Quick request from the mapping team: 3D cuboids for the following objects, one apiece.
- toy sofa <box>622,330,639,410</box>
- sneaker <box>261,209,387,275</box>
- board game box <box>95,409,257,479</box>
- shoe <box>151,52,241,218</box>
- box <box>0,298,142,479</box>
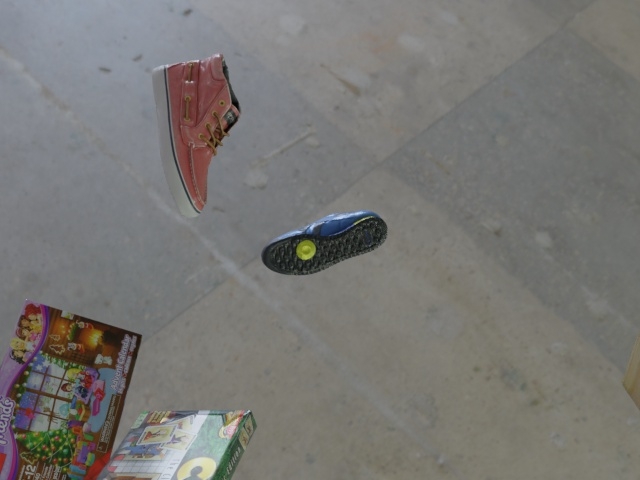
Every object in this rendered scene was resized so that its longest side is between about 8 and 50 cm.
[{"bbox_3d":[0.568,0.167,0.972,0.363,0.150,0.177,-1,33,-10],"label":"toy sofa"},{"bbox_3d":[0.000,0.000,1.305,0.209,0.069,0.082,-17,22,-18],"label":"sneaker"},{"bbox_3d":[-0.166,0.254,0.791,0.136,0.030,0.259,-3,27,18],"label":"board game box"},{"bbox_3d":[-0.123,-0.114,0.868,0.081,0.063,0.178,-14,70,6],"label":"shoe"},{"bbox_3d":[-0.419,0.261,1.314,0.201,0.057,0.293,20,60,-20],"label":"box"}]
